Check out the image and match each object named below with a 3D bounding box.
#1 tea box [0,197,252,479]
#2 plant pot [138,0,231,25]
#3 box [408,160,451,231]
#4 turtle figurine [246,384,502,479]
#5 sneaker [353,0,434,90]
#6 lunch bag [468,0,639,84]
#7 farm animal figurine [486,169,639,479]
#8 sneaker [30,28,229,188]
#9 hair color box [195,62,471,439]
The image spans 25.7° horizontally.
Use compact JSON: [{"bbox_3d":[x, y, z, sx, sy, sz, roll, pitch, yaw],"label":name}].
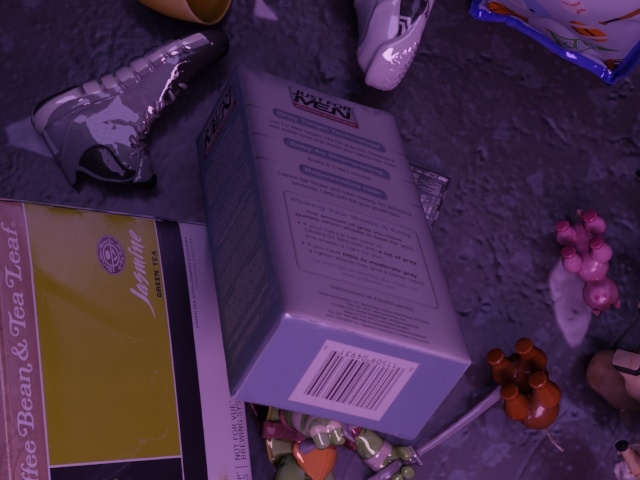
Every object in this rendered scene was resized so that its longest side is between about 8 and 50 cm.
[{"bbox_3d":[-0.247,0.152,1.293,0.220,0.323,0.329,-13,78,32],"label":"tea box"},{"bbox_3d":[-0.162,-0.298,1.504,0.095,0.134,0.134,3,81,22],"label":"plant pot"},{"bbox_3d":[0.093,-0.051,1.531,0.083,0.018,0.067,20,81,-1],"label":"box"},{"bbox_3d":[0.031,0.233,1.398,0.274,0.198,0.266,15,86,1],"label":"turtle figurine"},{"bbox_3d":[0.025,-0.344,1.514,0.210,0.137,0.366,9,76,-2],"label":"sneaker"},{"bbox_3d":[0.314,-0.383,1.410,0.238,0.385,0.328,23,82,-1],"label":"lunch bag"},{"bbox_3d":[0.356,0.113,1.444,0.330,0.172,0.326,-46,46,-9],"label":"farm animal figurine"},{"bbox_3d":[-0.182,-0.127,1.498,0.228,0.086,0.132,-25,89,3],"label":"sneaker"},{"bbox_3d":[0.000,0.000,1.336,0.185,0.114,0.374,16,36,-23],"label":"hair color box"}]
